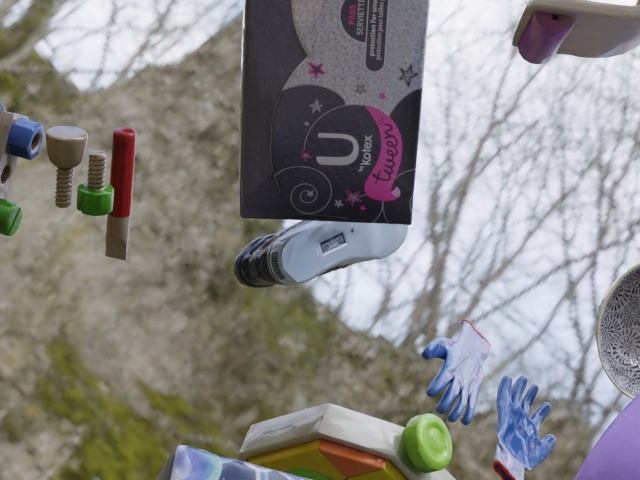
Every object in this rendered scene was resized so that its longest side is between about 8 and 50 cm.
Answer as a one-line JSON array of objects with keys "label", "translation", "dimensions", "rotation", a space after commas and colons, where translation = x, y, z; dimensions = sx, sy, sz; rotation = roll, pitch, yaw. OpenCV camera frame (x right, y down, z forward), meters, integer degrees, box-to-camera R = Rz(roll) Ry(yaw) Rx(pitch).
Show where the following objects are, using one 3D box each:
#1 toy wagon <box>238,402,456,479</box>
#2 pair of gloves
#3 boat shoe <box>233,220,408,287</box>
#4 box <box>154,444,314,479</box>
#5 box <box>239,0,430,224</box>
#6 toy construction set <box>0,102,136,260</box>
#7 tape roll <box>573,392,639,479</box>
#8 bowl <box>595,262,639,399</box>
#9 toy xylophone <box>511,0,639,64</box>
[{"label": "toy wagon", "translation": [0.070, 0.298, 1.668], "dimensions": [0.267, 0.068, 0.344], "rotation": [-20, -57, 38]}, {"label": "pair of gloves", "translation": [0.183, 0.171, 1.742], "dimensions": [0.023, 0.159, 0.198], "rotation": [-33, -75, 33]}, {"label": "boat shoe", "translation": [0.000, 0.000, 1.605], "dimensions": [0.083, 0.183, 0.065], "rotation": [-8, -82, 49]}, {"label": "box", "translation": [0.029, 0.364, 1.180], "dimensions": [0.395, 0.294, 0.212], "rotation": [16, -37, -12]}, {"label": "box", "translation": [0.011, -0.152, 1.436], "dimensions": [0.163, 0.142, 0.247], "rotation": [2, -64, -2]}, {"label": "toy construction set", "translation": [-0.342, 0.000, 1.597], "dimensions": [0.308, 0.257, 0.237], "rotation": [2, -67, -10]}, {"label": "tape roll", "translation": [0.255, 0.202, 0.916], "dimensions": [0.090, 0.275, 0.275], "rotation": [15, -45, 57]}, {"label": "bowl", "translation": [0.369, 0.095, 1.802], "dimensions": [0.170, 0.170, 0.080], "rotation": [56, -10, -14]}, {"label": "toy xylophone", "translation": [0.210, -0.241, 0.985], "dimensions": [0.081, 0.323, 0.236], "rotation": [22, -12, 3]}]
